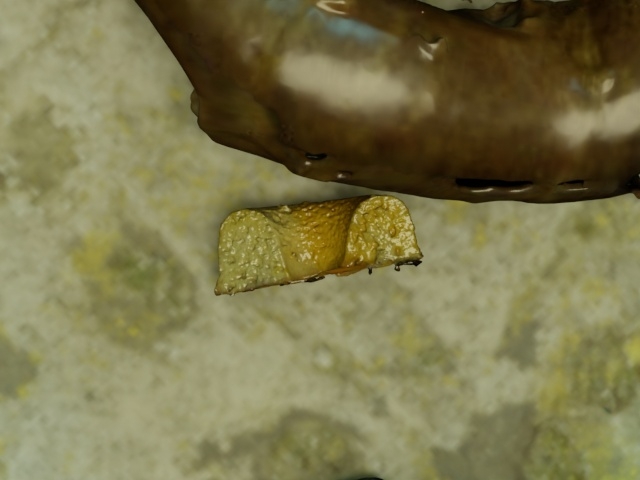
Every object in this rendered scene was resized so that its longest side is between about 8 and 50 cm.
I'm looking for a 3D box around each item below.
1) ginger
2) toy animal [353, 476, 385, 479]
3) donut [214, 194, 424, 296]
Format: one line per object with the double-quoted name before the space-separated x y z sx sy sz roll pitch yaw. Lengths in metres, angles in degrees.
"ginger" 0.061 -0.079 0.701 0.309 0.107 0.133 -1 116 -5
"toy animal" 0.178 0.221 0.683 0.344 0.302 0.194 -7 106 -7
"donut" 0.000 0.000 0.727 0.067 0.083 0.038 -5 86 -39
